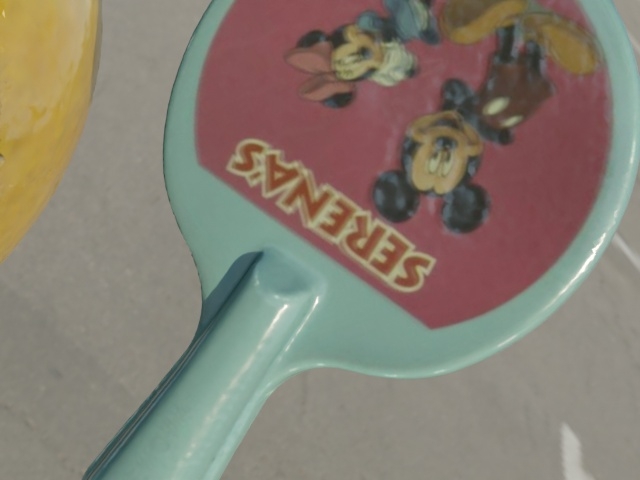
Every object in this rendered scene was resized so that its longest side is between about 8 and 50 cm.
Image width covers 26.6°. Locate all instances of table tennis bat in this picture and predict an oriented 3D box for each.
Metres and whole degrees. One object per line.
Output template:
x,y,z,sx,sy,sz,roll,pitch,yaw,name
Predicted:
0.000,0.000,0.443,0.153,0.244,0.040,37,8,14,table tennis bat

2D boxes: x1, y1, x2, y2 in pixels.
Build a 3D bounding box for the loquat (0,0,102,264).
-0.214,-0.078,0.527,0.263,0.263,0.263,39,26,-23,loquat
